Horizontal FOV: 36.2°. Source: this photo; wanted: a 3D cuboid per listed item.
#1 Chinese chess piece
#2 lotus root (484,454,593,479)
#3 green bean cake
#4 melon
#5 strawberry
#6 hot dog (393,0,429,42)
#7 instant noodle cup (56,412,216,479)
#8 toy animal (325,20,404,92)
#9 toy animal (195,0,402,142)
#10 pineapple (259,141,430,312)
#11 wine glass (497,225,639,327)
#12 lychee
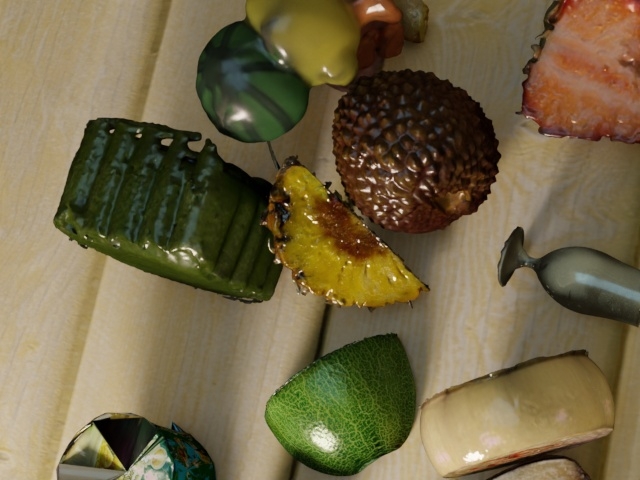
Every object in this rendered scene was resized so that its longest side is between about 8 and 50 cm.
[{"bbox_3d":[0.271,0.245,1.360,0.270,0.270,0.112,-22,70,17],"label":"Chinese chess piece"},{"bbox_3d":[0.256,0.415,1.428,0.329,0.078,0.167,-28,95,18],"label":"lotus root"},{"bbox_3d":[-0.235,-0.045,1.635,0.335,0.319,0.218,16,80,22],"label":"green bean cake"},{"bbox_3d":[0.035,0.274,1.539,0.265,0.129,0.169,-36,69,10],"label":"melon"},{"bbox_3d":[0.459,-0.277,1.490,0.280,0.150,0.254,9,101,23],"label":"strawberry"},{"bbox_3d":[0.142,-0.416,1.704,0.078,0.061,0.169,-32,85,47],"label":"hot dog"},{"bbox_3d":[-0.290,0.402,1.614,0.240,0.178,0.240,-6,75,22],"label":"instant noodle cup"},{"bbox_3d":[0.000,-0.371,1.707,0.281,0.195,0.169,41,135,23],"label":"toy animal"},{"bbox_3d":[-0.055,-0.305,1.507,0.338,0.191,0.216,-44,65,0],"label":"toy animal"},{"bbox_3d":[0.000,-0.001,1.576,0.161,0.334,0.158,-46,22,10],"label":"pineapple"},{"bbox_3d":[0.379,0.057,1.460,0.222,0.103,0.103,21,85,26],"label":"wine glass"},{"bbox_3d":[0.140,-0.146,1.524,0.267,0.267,0.268,-6,74,22],"label":"lychee"}]
